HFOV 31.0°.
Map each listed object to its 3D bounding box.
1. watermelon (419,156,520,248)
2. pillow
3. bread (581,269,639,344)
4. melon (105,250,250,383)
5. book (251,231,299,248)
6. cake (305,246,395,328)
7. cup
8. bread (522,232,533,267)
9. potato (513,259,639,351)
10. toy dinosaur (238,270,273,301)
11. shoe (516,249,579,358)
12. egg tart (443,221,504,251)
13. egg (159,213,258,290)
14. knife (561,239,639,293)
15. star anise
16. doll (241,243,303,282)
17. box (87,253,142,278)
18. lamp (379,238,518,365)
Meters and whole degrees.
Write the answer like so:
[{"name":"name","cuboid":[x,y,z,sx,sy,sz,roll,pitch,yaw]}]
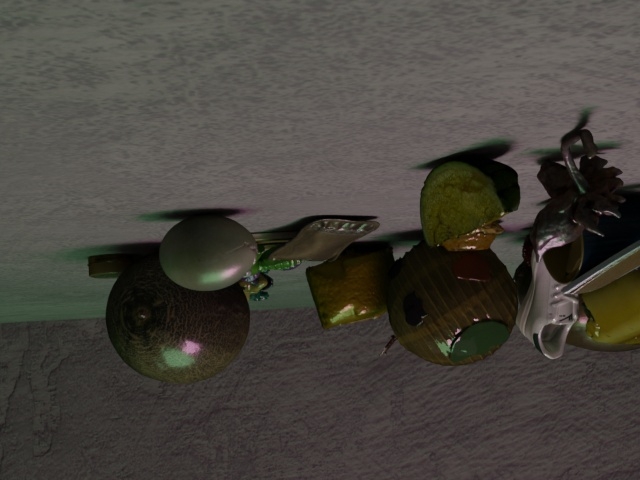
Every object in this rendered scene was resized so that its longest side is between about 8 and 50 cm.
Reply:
[{"name":"watermelon","cuboid":[0.187,-0.057,1.385,0.075,0.092,0.181,-15,171,-28]},{"name":"pillow","cuboid":[0.000,0.001,1.896,0.130,0.033,0.217,3,162,-27]},{"name":"bread","cuboid":[0.605,0.053,1.889,0.251,0.208,0.376,4,165,-14]},{"name":"melon","cuboid":[-0.256,0.140,2.120,0.248,0.249,0.329,-5,172,16]},{"name":"book","cuboid":[-0.064,0.002,2.034,0.192,0.013,0.168,-3,173,-3]},{"name":"cake","cuboid":[0.071,0.090,2.252,0.179,0.156,0.260,-18,179,-3]},{"name":"cup","cuboid":[0.423,-0.004,1.763,0.155,0.131,0.176,-5,178,-15]},{"name":"bread","cuboid":[0.403,0.017,2.072,0.085,0.085,0.053,-3,175,0]},{"name":"potato","cuboid":[0.540,0.100,2.203,0.326,0.221,0.243,2,-155,-21]},{"name":"toy dinosaur","cuboid":[-0.207,0.079,2.333,0.259,0.094,0.153,3,175,21]},{"name":"shoe","cuboid":[0.420,0.090,2.014,0.095,0.110,0.265,-5,131,-17]},{"name":"egg tart","cuboid":[0.253,-0.005,1.973,0.128,0.049,0.129,-3,175,0]},{"name":"egg","cuboid":[-0.166,0.018,1.712,0.152,0.114,0.114,-2,174,18]},{"name":"knife","cuboid":[0.495,-0.009,1.642,0.343,0.027,0.061,-33,146,20]},{"name":"star anise","cuboid":[0.270,-0.071,1.309,0.227,0.148,0.218,42,177,-42]},{"name":"doll","cuboid":[-0.080,0.031,2.024,0.190,0.050,0.115,-11,165,-2]},{"name":"box","cuboid":[-0.390,0.050,2.195,0.105,0.037,0.105,-3,172,0]},{"name":"lamp","cuboid":[0.216,0.121,2.093,0.284,0.250,0.250,-35,166,9]}]
